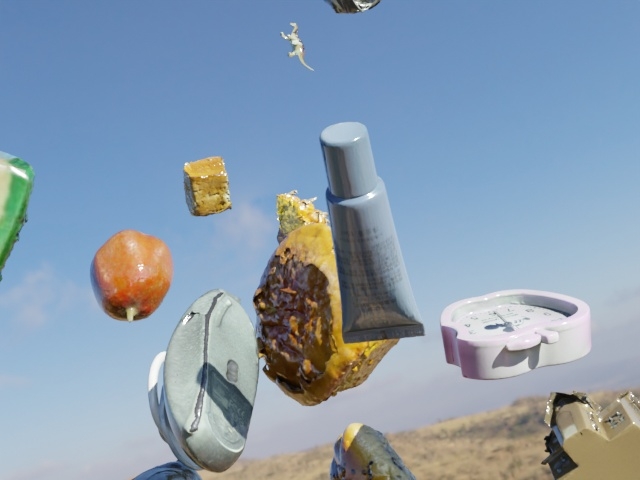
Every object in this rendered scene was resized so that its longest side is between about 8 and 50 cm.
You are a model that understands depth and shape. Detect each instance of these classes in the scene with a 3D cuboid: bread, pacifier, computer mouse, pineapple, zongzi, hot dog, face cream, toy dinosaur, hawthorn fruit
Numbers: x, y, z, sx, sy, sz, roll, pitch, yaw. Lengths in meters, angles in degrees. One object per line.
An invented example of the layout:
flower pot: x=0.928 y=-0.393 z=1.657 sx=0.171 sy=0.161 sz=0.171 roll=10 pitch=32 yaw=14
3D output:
bread: x=0.015 y=0.155 z=1.738 sx=0.204 sy=0.337 sz=0.358 roll=7 pitch=-46 yaw=-37
pacifier: x=-0.243 y=0.330 z=1.776 sx=0.207 sy=0.279 sz=0.227 roll=-20 pitch=-49 yaw=16
computer mouse: x=-0.205 y=0.252 z=1.544 sx=0.114 sy=0.374 sz=0.203 roll=-23 pitch=-55 yaw=22
pineapple: x=-0.001 y=-0.006 z=2.001 sx=0.140 sy=0.250 sz=0.164 roll=-4 pitch=-12 yaw=-40
zongzi: x=-0.364 y=0.539 z=1.637 sx=0.274 sy=0.145 sz=0.300 roll=-36 pitch=-14 yaw=-6
hot dog: x=0.145 y=0.682 z=2.276 sx=0.196 sy=0.365 sz=0.367 roll=-11 pitch=-41 yaw=-22
face cream: x=0.067 y=0.006 z=1.270 sx=0.135 sy=0.385 sz=0.086 roll=-7 pitch=34 yaw=9
bread: x=-0.186 y=-0.089 z=1.381 sx=0.070 sy=0.077 sz=0.083 roll=-9 pitch=-57 yaw=-15
toy dinosaur: x=-0.062 y=-0.472 z=2.054 sx=0.058 sy=0.180 sz=0.037 roll=2 pitch=-31 yaw=-26
hawthorn fruit: x=-0.421 y=0.098 z=1.901 sx=0.199 sy=0.251 sz=0.199 roll=-7 pitch=-52 yaw=-9

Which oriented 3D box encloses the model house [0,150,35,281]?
model house: x=-0.683 y=0.006 z=1.447 sx=0.334 sy=0.382 sz=0.342 roll=16 pitch=-1 yaw=-13

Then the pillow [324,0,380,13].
pillow: x=0.004 y=-0.544 z=1.604 sx=0.092 sy=0.335 sz=0.161 roll=-2 pitch=-56 yaw=-50

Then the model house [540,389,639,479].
model house: x=0.445 y=0.307 z=1.426 sx=0.181 sy=0.176 sz=0.248 roll=-46 pitch=13 yaw=14

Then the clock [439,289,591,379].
clock: x=0.437 y=0.210 z=1.917 sx=0.338 sy=0.102 sz=0.338 roll=-9 pitch=13 yaw=2
